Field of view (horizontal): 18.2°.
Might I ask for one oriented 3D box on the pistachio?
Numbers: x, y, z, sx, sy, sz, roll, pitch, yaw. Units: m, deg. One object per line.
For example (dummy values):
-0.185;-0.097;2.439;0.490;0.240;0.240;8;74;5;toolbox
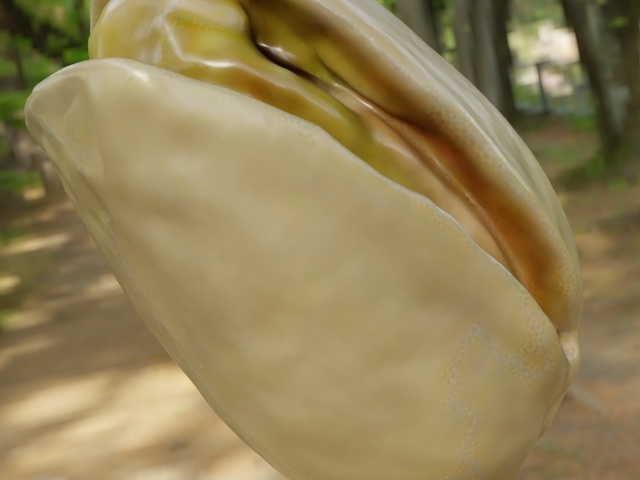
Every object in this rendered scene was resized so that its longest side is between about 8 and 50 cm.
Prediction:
0.000;0.000;0.855;0.187;0.299;0.187;-32;30;21;pistachio
